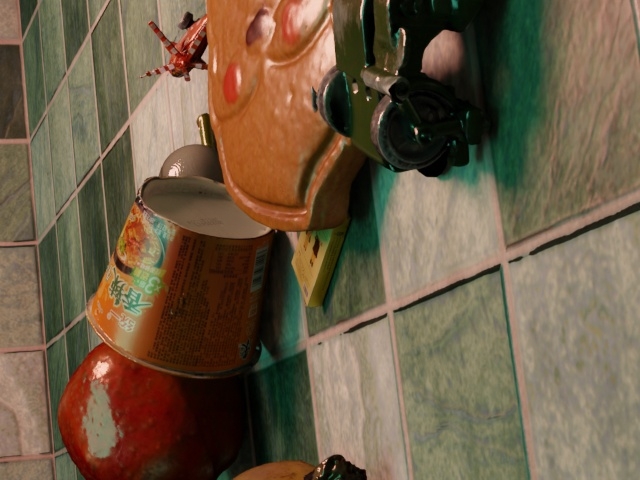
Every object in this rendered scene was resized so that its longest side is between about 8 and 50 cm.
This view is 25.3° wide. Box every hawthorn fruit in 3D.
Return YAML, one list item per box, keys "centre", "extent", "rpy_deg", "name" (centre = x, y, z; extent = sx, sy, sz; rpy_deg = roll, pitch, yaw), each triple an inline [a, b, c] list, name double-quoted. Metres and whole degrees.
- centre: [-0.198, 0.258, 1.892]
  extent: [0.300, 0.254, 0.254]
  rpy_deg: [49, 146, 16]
  name: "hawthorn fruit"

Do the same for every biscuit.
- centre: [-0.038, -0.225, 1.541]
  extent: [0.350, 0.078, 0.455]
  rpy_deg: [-34, 61, 60]
  name: "biscuit"

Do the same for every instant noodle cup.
- centre: [-0.161, 0.036, 1.764]
  extent: [0.230, 0.230, 0.182]
  rpy_deg: [-125, 46, -54]
  name: "instant noodle cup"

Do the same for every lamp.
- centre: [-0.166, -0.077, 1.903]
  extent: [0.105, 0.105, 0.105]
  rpy_deg: [178, 90, -69]
  name: "lamp"

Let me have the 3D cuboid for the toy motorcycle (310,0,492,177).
- centre: [0.073, -0.179, 1.256]
  extent: [0.205, 0.127, 0.275]
  rpy_deg: [-139, 43, -63]
  name: "toy motorcycle"

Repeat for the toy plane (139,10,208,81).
- centre: [-0.159, -0.286, 1.874]
  extent: [0.077, 0.126, 0.194]
  rpy_deg: [-74, -1, -50]
  name: "toy plane"

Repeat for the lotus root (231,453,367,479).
- centre: [-0.040, 0.325, 1.540]
  extent: [0.310, 0.183, 0.182]
  rpy_deg: [-50, 46, 49]
  name: "lotus root"

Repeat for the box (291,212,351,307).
- centre: [0.000, 0.000, 1.593]
  extent: [0.149, 0.020, 0.073]
  rpy_deg: [108, 152, -42]
  name: "box"

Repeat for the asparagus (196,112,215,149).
- centre: [-0.146, -0.057, 1.964]
  extent: [0.025, 0.024, 0.248]
  rpy_deg: [25, -126, -65]
  name: "asparagus"
